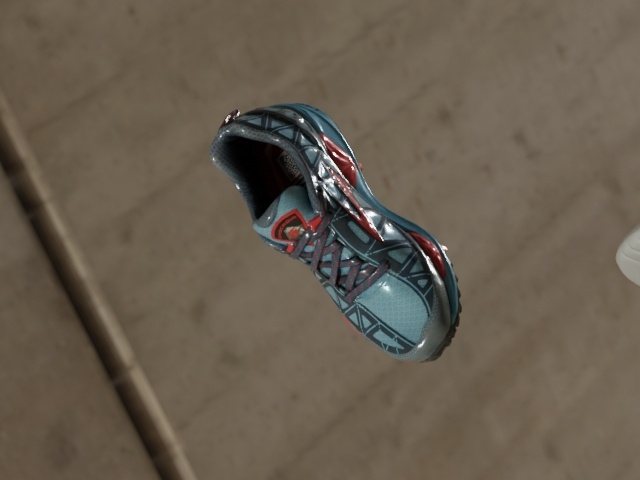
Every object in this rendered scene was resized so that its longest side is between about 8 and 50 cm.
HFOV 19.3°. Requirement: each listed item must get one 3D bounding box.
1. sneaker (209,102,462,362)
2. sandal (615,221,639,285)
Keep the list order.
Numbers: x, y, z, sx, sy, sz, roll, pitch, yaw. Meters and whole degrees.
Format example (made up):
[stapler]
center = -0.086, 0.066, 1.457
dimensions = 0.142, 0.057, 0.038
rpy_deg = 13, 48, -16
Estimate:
[sneaker]
center = 0.000, 0.000, 1.484
dimensions = 0.125, 0.262, 0.104
rpy_deg = -3, 137, -53
[sandal]
center = 0.440, -0.031, 1.813
dimensions = 0.416, 0.169, 0.102
rpy_deg = -35, -151, 61
